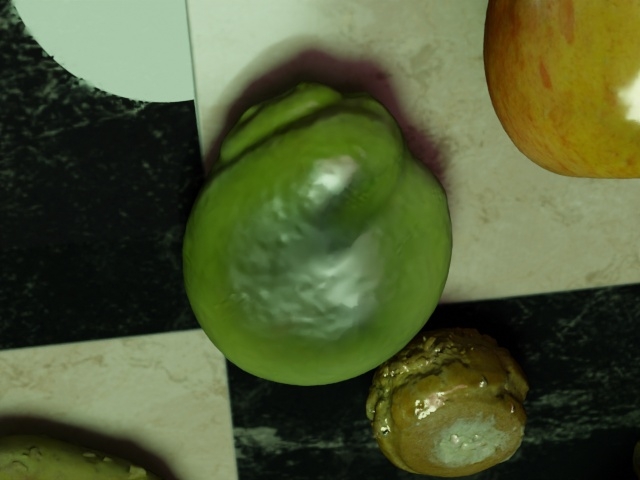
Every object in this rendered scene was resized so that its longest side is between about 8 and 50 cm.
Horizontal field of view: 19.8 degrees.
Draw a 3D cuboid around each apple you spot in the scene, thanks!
[{"bbox_3d":[0.270,-0.183,1.451,0.299,0.299,0.275,-7,95,-3],"label":"apple"}]

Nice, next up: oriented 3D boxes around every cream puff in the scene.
[{"bbox_3d":[0.116,0.143,1.699,0.150,0.115,0.165,-23,139,2],"label":"cream puff"}]

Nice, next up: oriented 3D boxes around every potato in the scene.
[{"bbox_3d":[-0.232,0.282,1.726,0.296,0.141,0.192,14,118,-16],"label":"potato"}]

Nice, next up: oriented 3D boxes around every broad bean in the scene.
[{"bbox_3d":[0.000,0.000,1.610,0.238,0.119,0.291,7,118,-11],"label":"broad bean"}]

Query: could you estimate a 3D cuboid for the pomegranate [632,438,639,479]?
[{"bbox_3d":[0.384,0.339,1.748,0.342,0.342,0.343,-3,118,-5],"label":"pomegranate"}]
